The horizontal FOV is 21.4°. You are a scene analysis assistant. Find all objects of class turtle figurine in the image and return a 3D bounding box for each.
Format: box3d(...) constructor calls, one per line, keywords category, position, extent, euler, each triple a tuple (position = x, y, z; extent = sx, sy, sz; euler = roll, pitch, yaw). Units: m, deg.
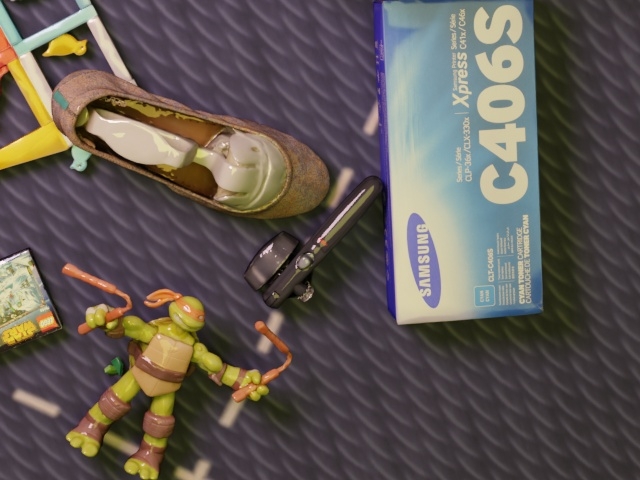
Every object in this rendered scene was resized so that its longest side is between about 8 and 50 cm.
box3d(category="turtle figurine", position=(-0.185, 0.134, 1.803), extent=(0.269, 0.087, 0.217), euler=(23, 106, -23))

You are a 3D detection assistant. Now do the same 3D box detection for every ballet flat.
box3d(category="ballet flat", position=(-0.130, -0.085, 1.763), extent=(0.316, 0.106, 0.107), euler=(17, 102, -17))

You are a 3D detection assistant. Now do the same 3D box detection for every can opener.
box3d(category="can opener", position=(0.000, 0.000, 1.824), extent=(0.186, 0.059, 0.073), euler=(-44, 101, 10))

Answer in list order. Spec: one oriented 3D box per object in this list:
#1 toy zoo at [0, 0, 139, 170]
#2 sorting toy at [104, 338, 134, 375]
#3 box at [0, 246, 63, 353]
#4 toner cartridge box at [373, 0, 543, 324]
box3d(category="toy zoo", position=(-0.321, -0.202, 1.779), extent=(0.192, 0.030, 0.293), euler=(-28, 100, -2))
box3d(category="sorting toy", position=(-0.193, 0.131, 1.853), extent=(0.083, 0.012, 0.062), euler=(7, 103, -11))
box3d(category="box", position=(-0.357, 0.076, 1.818), extent=(0.137, 0.027, 0.094), euler=(-22, 99, -3))
box3d(category="toner cartridge box", position=(0.149, -0.090, 1.828), extent=(0.165, 0.075, 0.348), euler=(-4, 99, -5))
